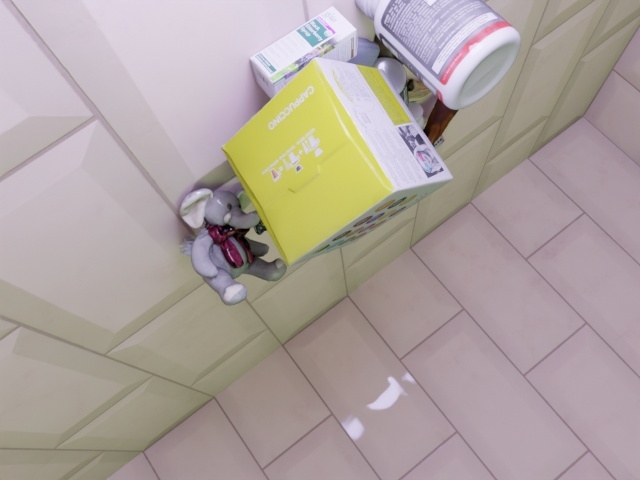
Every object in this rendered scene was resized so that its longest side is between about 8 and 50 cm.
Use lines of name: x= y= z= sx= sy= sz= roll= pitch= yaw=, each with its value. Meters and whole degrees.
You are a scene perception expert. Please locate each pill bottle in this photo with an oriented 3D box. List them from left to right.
pill bottle: x=0.192 y=-0.421 z=1.677 sx=0.130 sy=0.130 sz=0.246 roll=-40 pitch=166 yaw=1
pill bottle: x=0.301 y=-0.393 z=1.989 sx=0.103 sy=0.103 sz=0.184 roll=-33 pitch=160 yaw=-17
pill bottle: x=0.253 y=-0.488 z=1.293 sx=0.210 sy=0.363 sz=0.210 roll=-34 pitch=160 yaw=-14

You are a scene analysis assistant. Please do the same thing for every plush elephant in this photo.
plush elephant: x=-0.257 y=-0.022 z=1.605 sx=0.272 sy=0.330 sz=0.255 roll=-21 pitch=131 yaw=-52

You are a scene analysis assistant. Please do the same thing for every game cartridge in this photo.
game cartridge: x=0.019 y=-0.407 z=1.525 sx=0.196 sy=0.060 sz=0.294 roll=-11 pitch=146 yaw=-47

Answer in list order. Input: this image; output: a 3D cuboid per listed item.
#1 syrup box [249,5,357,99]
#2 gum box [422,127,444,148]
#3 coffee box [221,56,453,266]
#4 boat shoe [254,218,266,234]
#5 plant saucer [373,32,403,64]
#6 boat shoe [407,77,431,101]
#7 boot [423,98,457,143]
syrup box: x=-0.035 y=-0.425 z=1.319 sx=0.237 sy=0.093 sz=0.096 roll=-36 pitch=160 yaw=-10
gum box: x=0.406 y=-0.376 z=2.281 sx=0.188 sy=0.062 sz=0.107 roll=-42 pitch=161 yaw=8
coffee box: x=0.040 y=-0.186 z=1.369 sx=0.337 sy=0.338 sz=0.334 roll=-35 pitch=170 yaw=33
boat shoe: x=-0.181 y=-0.076 z=1.871 sx=0.083 sy=0.065 sz=0.183 roll=-35 pitch=161 yaw=-16
plant saucer: x=0.279 y=-0.600 z=1.576 sx=0.310 sy=0.050 sz=0.310 roll=-35 pitch=161 yaw=-14
boat shoe: x=0.295 y=-0.486 z=1.837 sx=0.190 sy=0.068 sz=0.072 roll=-29 pitch=147 yaw=-27
boot: x=0.402 y=-0.413 z=1.996 sx=0.280 sy=0.096 sz=0.264 roll=-55 pitch=178 yaw=-41
